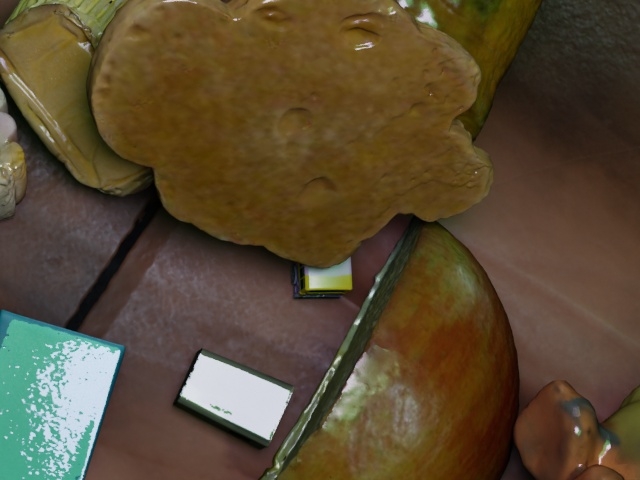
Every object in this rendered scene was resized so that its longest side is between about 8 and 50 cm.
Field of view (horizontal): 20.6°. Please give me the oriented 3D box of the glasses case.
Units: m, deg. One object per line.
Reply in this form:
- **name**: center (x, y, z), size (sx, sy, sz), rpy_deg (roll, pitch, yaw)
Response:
- **glasses case**: center (-0.265, 0.220, 1.509), size (0.117, 0.070, 0.301), rpy_deg (18, 78, -4)

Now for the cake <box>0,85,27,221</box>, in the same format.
- **cake**: center (-0.331, -0.123, 1.541), size (0.109, 0.090, 0.225), rpy_deg (-15, 83, -13)

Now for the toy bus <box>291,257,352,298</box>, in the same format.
- **toy bus**: center (0.000, 0.000, 1.618), size (0.052, 0.058, 0.102), rpy_deg (0, 81, -15)

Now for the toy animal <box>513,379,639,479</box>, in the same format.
- **toy animal**: center (0.348, 0.240, 1.600), size (0.338, 0.191, 0.216), rpy_deg (3, 41, -23)

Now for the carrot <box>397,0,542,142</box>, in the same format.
- **carrot**: center (0.105, -0.281, 1.603), size (0.241, 0.241, 0.341), rpy_deg (25, 77, -9)

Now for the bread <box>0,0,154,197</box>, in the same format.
- **bread**: center (-0.192, -0.144, 1.544), size (0.190, 0.132, 0.114), rpy_deg (52, 38, -21)

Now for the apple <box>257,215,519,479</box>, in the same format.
- **apple**: center (0.071, 0.147, 1.576), size (0.179, 0.254, 0.346), rpy_deg (20, 71, 32)

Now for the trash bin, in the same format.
- **trash bin**: center (-0.079, 0.141, 1.582), size (0.092, 0.043, 0.061), rpy_deg (26, 75, -5)

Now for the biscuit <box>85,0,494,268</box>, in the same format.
- **biscuit**: center (-0.014, -0.107, 1.482), size (0.376, 0.269, 0.051), rpy_deg (20, 32, -25)
